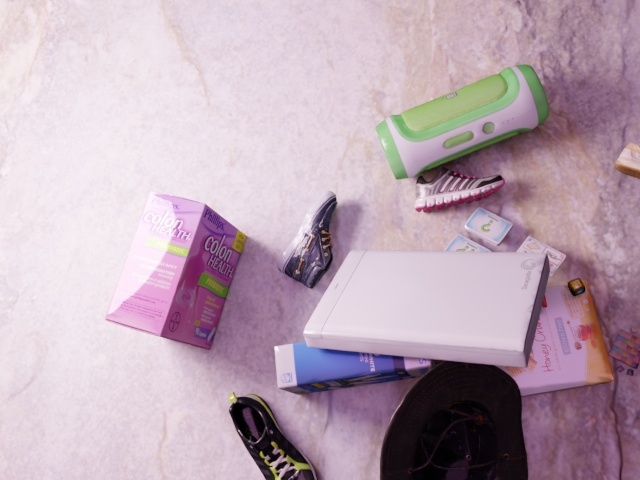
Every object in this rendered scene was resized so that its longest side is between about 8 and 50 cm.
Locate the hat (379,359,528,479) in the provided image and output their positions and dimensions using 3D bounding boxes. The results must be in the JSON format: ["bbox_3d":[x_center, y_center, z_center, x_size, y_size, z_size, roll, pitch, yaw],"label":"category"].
[{"bbox_3d":[0.184,0.342,1.079,0.134,0.331,0.331,2,71,57],"label":"hat"}]

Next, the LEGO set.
[{"bbox_3d":[0.319,0.054,1.163,0.244,0.060,0.182,33,77,32],"label":"LEGO set"}]

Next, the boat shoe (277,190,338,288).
[{"bbox_3d":[0.000,0.000,1.291,0.083,0.065,0.183,32,91,18],"label":"boat shoe"}]

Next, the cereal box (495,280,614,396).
[{"bbox_3d":[0.354,0.177,1.158,0.240,0.047,0.173,-13,72,10],"label":"cereal box"}]

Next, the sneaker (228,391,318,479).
[{"bbox_3d":[-0.095,0.371,1.191,0.084,0.097,0.234,-41,70,1],"label":"sneaker"}]

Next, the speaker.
[{"bbox_3d":[0.258,-0.218,1.249,0.296,0.131,0.131,-22,71,7],"label":"speaker"}]

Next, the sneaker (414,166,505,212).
[{"bbox_3d":[0.252,-0.106,1.253,0.170,0.063,0.075,-13,78,15],"label":"sneaker"}]

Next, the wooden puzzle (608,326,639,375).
[{"bbox_3d":[0.519,0.183,1.138,0.049,0.006,0.083,28,84,19],"label":"wooden puzzle"}]

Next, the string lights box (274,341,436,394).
[{"bbox_3d":[0.064,0.209,1.177,0.260,0.133,0.077,-10,71,11],"label":"string lights box"}]

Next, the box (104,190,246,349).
[{"bbox_3d":[-0.258,0.062,1.254,0.117,0.213,0.243,13,78,17],"label":"box"}]

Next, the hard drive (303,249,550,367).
[{"bbox_3d":[0.175,0.098,1.108,0.353,0.047,0.233,1,36,28],"label":"hard drive"}]

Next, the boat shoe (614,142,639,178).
[{"bbox_3d":[0.605,-0.125,1.171,0.170,0.063,0.059,25,88,19],"label":"boat shoe"}]
